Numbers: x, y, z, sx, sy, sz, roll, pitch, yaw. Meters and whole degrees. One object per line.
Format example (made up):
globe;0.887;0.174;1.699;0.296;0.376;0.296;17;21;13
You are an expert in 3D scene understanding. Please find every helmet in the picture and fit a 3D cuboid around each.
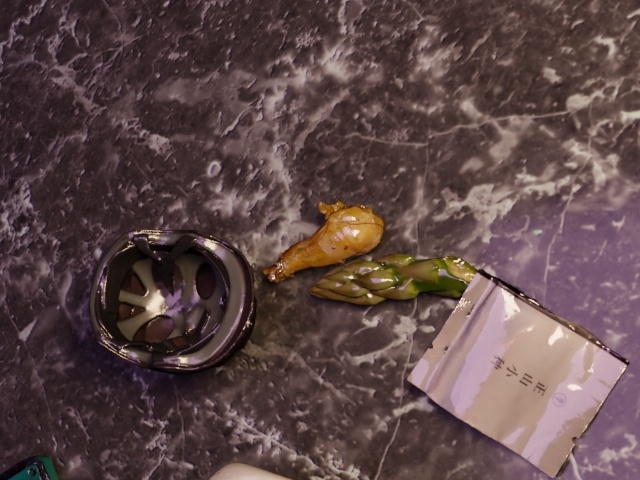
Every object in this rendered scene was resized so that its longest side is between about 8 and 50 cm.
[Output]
helmet;-0.208;0.110;1.940;0.306;0.177;0.224;13;77;23

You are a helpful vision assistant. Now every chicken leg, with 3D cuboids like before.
chicken leg;0.000;0.002;1.906;0.208;0.085;0.101;-28;61;21

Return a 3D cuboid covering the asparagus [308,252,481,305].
asparagus;0.111;0.057;1.845;0.287;0.080;0.080;-9;75;26

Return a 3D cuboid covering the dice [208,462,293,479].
dice;-0.045;0.498;1.694;0.304;0.277;0.304;16;75;23

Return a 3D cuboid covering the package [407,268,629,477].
package;0.281;0.186;1.744;0.251;0.062;0.203;34;95;16

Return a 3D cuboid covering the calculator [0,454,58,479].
calculator;-0.522;0.530;2.077;0.274;0.058;0.248;-35;65;17
